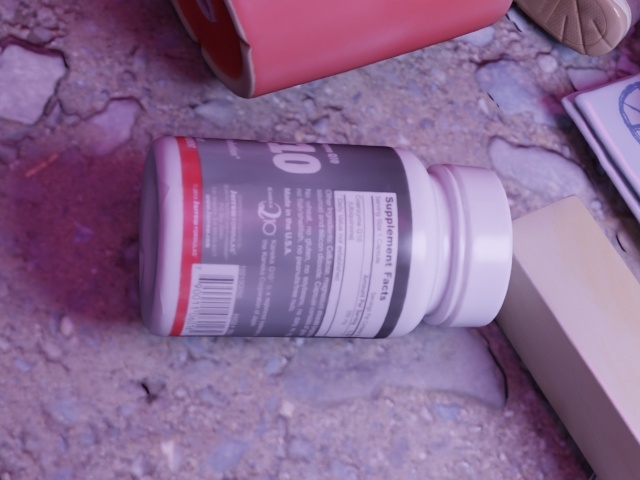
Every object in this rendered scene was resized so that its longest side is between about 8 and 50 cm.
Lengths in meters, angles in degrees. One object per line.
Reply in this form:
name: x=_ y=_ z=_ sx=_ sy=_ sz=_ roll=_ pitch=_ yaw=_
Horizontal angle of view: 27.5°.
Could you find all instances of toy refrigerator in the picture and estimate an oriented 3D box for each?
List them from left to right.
toy refrigerator: x=0.245 y=0.102 z=1.101 sx=0.094 sy=0.102 sz=0.269 roll=-23 pitch=67 yaw=-19

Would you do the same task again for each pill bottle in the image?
pill bottle: x=0.000 y=0.000 z=1.069 sx=0.283 sy=0.161 sz=0.161 roll=2 pitch=67 yaw=-14

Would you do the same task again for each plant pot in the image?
plant pot: x=-0.004 y=-0.261 z=1.143 sx=0.243 sy=0.275 sz=0.275 roll=-29 pitch=77 yaw=-13

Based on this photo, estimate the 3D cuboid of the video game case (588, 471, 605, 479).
video game case: x=0.345 y=0.224 z=1.137 sx=0.204 sy=0.025 sz=0.285 roll=36 pitch=64 yaw=3

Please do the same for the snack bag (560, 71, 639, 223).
snack bag: x=0.442 y=-0.062 z=1.275 sx=0.343 sy=0.037 sz=0.323 roll=-23 pitch=73 yaw=-28

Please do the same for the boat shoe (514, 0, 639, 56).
boat shoe: x=0.206 y=-0.302 z=1.293 sx=0.285 sy=0.103 sz=0.092 roll=44 pitch=50 yaw=12
